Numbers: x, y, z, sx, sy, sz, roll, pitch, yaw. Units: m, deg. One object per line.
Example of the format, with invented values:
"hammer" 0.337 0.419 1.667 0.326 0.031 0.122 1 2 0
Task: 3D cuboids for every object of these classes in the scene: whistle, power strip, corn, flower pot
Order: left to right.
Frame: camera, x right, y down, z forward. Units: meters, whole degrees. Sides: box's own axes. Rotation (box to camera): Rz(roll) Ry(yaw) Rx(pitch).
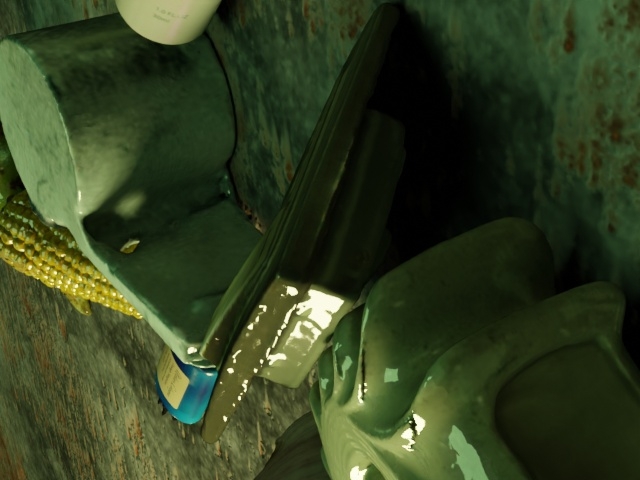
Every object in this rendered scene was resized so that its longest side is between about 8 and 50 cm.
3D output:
"corn" -0.205 0.027 1.005 0.293 0.106 0.106 21 132 15
"whistle" -0.169 -0.057 0.933 0.405 0.168 0.188 64 149 10
"power strip" 0.001 0.002 0.694 0.092 0.251 0.257 28 144 -2
"flower pot" 0.140 0.186 0.588 0.367 0.164 0.254 58 154 20

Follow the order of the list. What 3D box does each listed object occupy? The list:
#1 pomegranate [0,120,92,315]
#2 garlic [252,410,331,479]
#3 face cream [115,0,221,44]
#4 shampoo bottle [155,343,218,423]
"pomegranate" -0.328 -0.055 1.167 0.286 0.231 0.231 48 149 -3
"garlic" 0.003 0.254 0.821 0.256 0.207 0.207 -23 89 44
"face cream" -0.080 -0.264 0.736 0.092 0.092 0.311 64 149 9
"shampoo bottle" -0.161 0.161 1.174 0.087 0.050 0.183 54 147 18
